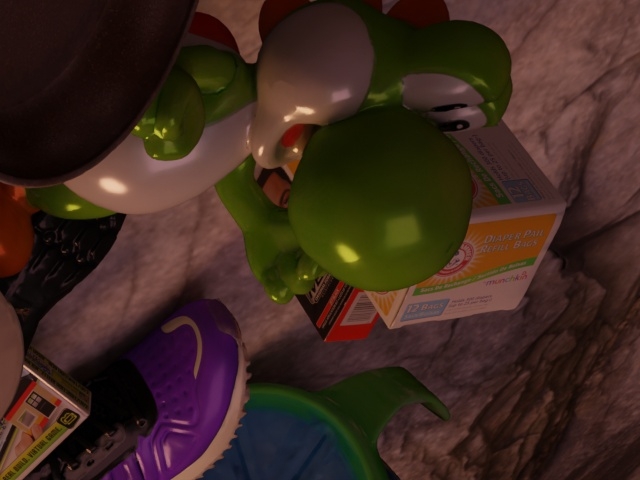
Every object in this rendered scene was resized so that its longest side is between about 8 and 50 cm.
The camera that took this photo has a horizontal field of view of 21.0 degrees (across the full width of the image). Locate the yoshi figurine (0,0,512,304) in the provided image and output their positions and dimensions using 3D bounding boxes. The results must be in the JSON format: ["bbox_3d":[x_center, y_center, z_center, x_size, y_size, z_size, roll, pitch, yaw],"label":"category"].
[{"bbox_3d":[-0.060,-0.042,1.041,0.362,0.203,0.203,-7,106,7],"label":"yoshi figurine"}]

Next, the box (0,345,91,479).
[{"bbox_3d":[-0.282,0.155,1.286,0.114,0.036,0.207,41,105,-21],"label":"box"}]

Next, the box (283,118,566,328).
[{"bbox_3d":[0.063,-0.049,1.213,0.114,0.203,0.103,-9,138,-31],"label":"box"}]

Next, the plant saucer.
[{"bbox_3d":[-0.130,-0.181,0.819,0.310,0.050,0.311,11,90,-69],"label":"plant saucer"}]

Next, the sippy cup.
[{"bbox_3d":[-0.017,0.258,1.522,0.305,0.240,0.224,-17,159,16],"label":"sippy cup"}]

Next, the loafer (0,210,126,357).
[{"bbox_3d":[-0.210,0.018,1.191,0.076,0.078,0.223,35,88,-45],"label":"loafer"}]

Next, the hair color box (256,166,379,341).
[{"bbox_3d":[0.000,0.000,1.276,0.043,0.141,0.072,-2,134,-36],"label":"hair color box"}]

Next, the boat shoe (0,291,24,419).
[{"bbox_3d":[-0.293,-0.001,1.034,0.127,0.158,0.340,-38,148,-16],"label":"boat shoe"}]

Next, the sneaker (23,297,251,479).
[{"bbox_3d":[-0.176,0.161,1.364,0.146,0.102,0.293,11,126,-44],"label":"sneaker"}]
